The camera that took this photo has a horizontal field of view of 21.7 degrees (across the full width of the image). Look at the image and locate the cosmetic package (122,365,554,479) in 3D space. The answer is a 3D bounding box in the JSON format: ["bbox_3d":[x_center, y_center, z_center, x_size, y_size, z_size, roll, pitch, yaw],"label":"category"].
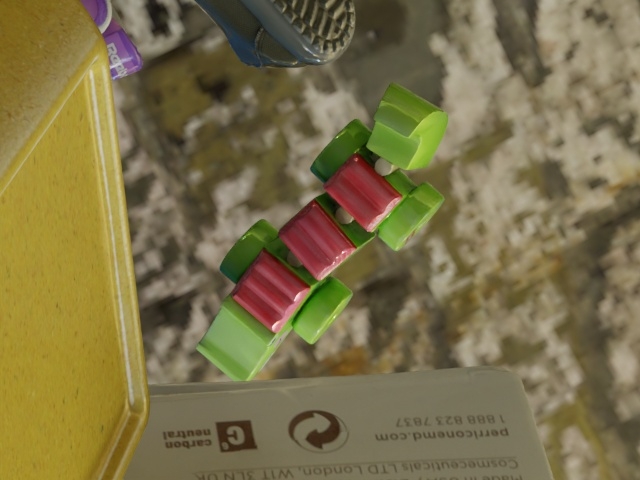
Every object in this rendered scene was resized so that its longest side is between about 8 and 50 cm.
[{"bbox_3d":[-0.022,0.335,1.092,0.327,0.329,0.393,-104,18,-46],"label":"cosmetic package"}]

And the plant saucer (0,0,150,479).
[{"bbox_3d":[-0.156,0.056,0.764,0.332,0.081,0.333,-71,-18,-56],"label":"plant saucer"}]

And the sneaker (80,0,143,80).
[{"bbox_3d":[-0.188,-0.073,0.967,0.102,0.161,0.282,75,-164,-70],"label":"sneaker"}]

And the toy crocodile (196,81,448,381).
[{"bbox_3d":[0.000,0.000,1.504,0.115,0.340,0.105,44,-157,6],"label":"toy crocodile"}]

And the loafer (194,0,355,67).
[{"bbox_3d":[-0.087,-0.198,1.042,0.087,0.094,0.251,-24,112,45],"label":"loafer"}]
